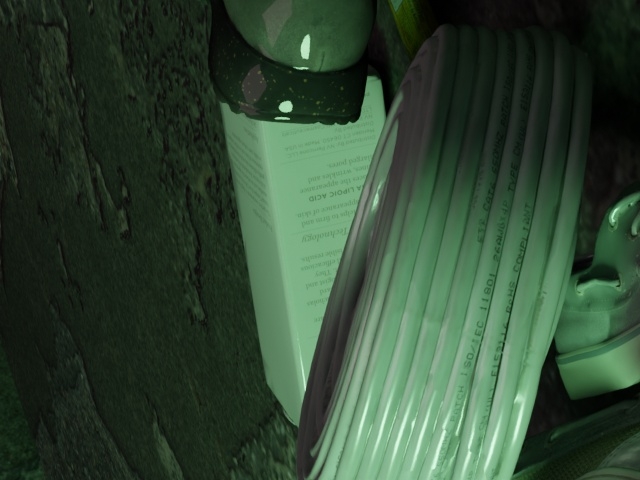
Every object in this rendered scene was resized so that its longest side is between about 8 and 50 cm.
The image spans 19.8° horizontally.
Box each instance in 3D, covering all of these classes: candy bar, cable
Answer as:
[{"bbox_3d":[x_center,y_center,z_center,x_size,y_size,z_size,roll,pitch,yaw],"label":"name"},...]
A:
[{"bbox_3d":[0.057,-0.117,1.025,0.040,0.018,0.161,129,124,-67],"label":"candy bar"},{"bbox_3d":[0.057,0.018,0.876,0.257,0.089,0.257,-83,7,-71],"label":"cable"}]

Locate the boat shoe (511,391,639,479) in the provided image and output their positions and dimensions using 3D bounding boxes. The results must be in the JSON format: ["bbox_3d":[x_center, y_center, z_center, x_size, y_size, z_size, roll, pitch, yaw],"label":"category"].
[{"bbox_3d":[0.132,0.140,0.916,0.118,0.103,0.320,32,160,-1],"label":"boat shoe"}]

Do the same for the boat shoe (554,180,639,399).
[{"bbox_3d":[0.146,0.014,0.791,0.227,0.079,0.081,135,114,-72],"label":"boat shoe"}]

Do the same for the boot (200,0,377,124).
[{"bbox_3d":[-0.022,-0.233,1.054,0.338,0.118,0.223,-123,38,-51],"label":"boot"}]

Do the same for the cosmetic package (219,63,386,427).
[{"bbox_3d":[0.000,0.000,1.165,0.117,0.085,0.231,-132,30,-66],"label":"cosmetic package"}]
